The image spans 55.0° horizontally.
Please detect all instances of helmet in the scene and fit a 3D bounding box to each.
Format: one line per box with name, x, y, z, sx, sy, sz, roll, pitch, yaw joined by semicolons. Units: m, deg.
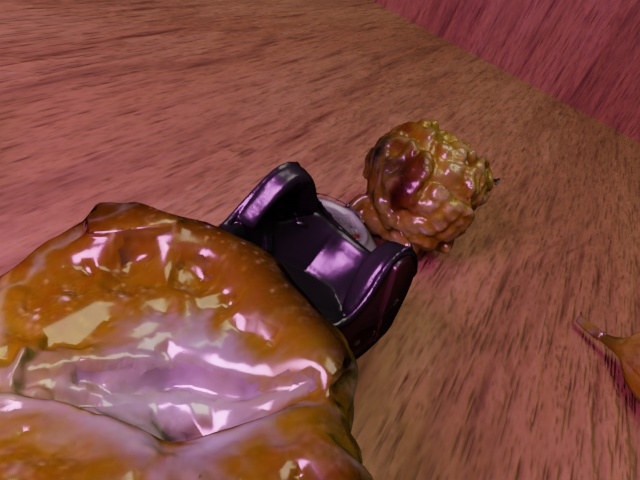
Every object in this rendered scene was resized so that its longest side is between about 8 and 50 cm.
helmet;-0.014;0.038;0.629;0.189;0.193;0.216;40;31;26

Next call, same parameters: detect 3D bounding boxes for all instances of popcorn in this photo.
popcorn;0.149;-0.077;0.926;0.169;0.189;0.218;16;27;-27

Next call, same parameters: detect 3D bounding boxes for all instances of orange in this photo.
orange;-0.106;0.150;0.386;0.271;0.210;0.368;-1;34;-1

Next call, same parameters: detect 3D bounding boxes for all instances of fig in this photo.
fig;0.472;0.165;0.855;0.159;0.159;0.257;-5;26;-39

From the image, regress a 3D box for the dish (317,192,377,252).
dish;0.000;0.000;0.801;0.229;0.081;0.229;18;33;-12
